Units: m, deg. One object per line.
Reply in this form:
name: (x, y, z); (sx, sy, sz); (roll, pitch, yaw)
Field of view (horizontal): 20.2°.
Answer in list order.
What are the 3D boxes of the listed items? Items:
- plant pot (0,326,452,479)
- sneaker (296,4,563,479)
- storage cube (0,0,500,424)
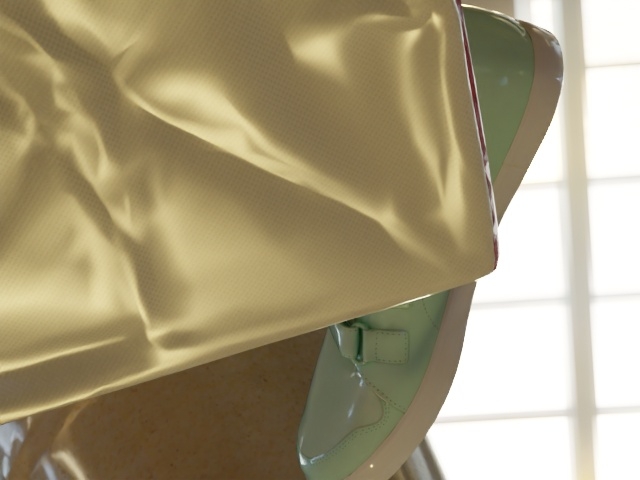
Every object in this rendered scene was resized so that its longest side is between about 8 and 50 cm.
plant pot: (-0.029, 0.204, 1.143); (0.334, 0.334, 0.305); (-5, -140, -28)
sneaker: (0.000, -0.001, 0.853); (0.151, 0.256, 0.094); (13, -164, -25)
storage cube: (-0.079, -0.086, 0.464); (0.215, 0.183, 0.193); (-17, -139, -9)
